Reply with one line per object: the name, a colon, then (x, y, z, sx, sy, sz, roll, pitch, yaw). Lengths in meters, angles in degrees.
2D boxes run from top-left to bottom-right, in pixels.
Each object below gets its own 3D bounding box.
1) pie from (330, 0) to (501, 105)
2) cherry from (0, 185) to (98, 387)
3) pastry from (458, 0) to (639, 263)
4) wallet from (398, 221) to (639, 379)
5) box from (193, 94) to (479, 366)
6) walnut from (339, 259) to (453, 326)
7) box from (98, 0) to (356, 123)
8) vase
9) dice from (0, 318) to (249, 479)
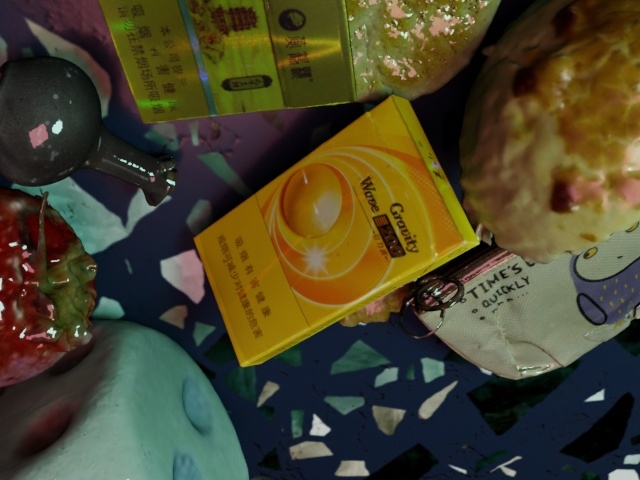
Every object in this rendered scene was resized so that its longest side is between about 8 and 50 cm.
pie: (-0.015, -0.258, 0.576, 0.296, 0.078, 0.371, -29, 121, 19)
cherry: (-0.340, 0.046, 0.667, 0.250, 0.175, 0.192, -12, 121, -3)
pastry: (0.215, -0.122, 0.589, 0.170, 0.256, 0.237, 41, 152, -8)
wallet: (0.269, 0.044, 0.764, 0.335, 0.068, 0.275, -35, 137, 9)
box: (0.000, 0.000, 0.667, 0.269, 0.152, 0.043, -34, 162, 29)
walnut: (0.053, 0.016, 0.756, 0.170, 0.069, 0.143, -23, 117, 5)
box: (-0.071, -0.164, 0.585, 0.193, 0.030, 0.121, -4, 132, 8)
vase: (-0.217, -0.090, 0.652, 0.183, 0.120, 0.120, 26, 113, -33)
dice: (-0.246, 0.265, 0.748, 0.268, 0.262, 0.264, -25, 118, 7)
